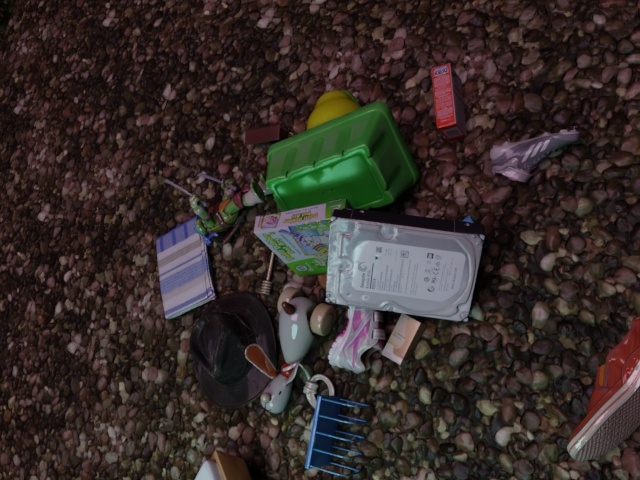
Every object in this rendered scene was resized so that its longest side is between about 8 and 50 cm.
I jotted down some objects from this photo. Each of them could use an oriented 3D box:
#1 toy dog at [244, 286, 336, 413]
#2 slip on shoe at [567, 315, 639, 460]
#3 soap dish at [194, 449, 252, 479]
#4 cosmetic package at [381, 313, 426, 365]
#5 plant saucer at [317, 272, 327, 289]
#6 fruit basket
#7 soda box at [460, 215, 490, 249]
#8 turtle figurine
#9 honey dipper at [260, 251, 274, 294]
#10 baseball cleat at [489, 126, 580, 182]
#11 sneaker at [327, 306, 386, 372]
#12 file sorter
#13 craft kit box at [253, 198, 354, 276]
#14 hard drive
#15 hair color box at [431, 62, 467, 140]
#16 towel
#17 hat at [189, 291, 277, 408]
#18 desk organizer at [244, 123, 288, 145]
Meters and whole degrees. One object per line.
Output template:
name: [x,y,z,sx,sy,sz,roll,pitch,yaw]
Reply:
toy dog: [-0.086,0.277,1.640,0.220,0.161,0.334,-6,74,30]
slip on shoe: [0.593,0.294,1.266,0.331,0.123,0.101,-59,34,5]
soap dish: [-0.225,0.705,1.575,0.291,0.118,0.229,56,132,40]
cosmetic package: [0.204,0.240,1.547,0.060,0.041,0.115,25,91,34]
plant saucer: [0.025,0.092,1.710,0.083,0.015,0.084,-9,72,29]
fruit basket: [0.054,-0.226,1.681,0.391,0.283,0.392,-25,23,11]
soda box: [0.296,0.032,1.532,0.210,0.067,0.071,-35,62,18]
turtle figurine: [-0.292,-0.144,1.859,0.266,0.197,0.275,-21,70,21]
honey dipper: [-0.141,0.075,1.809,0.030,0.030,0.161,4,76,32]
baseball cleat: [0.502,-0.193,1.480,0.205,0.072,0.110,-9,86,34]
sneaker: [0.121,0.217,1.577,0.111,0.103,0.252,25,97,29]
file sorter: [0.048,0.470,1.536,0.104,0.118,0.171,5,80,28]
craft kit box: [0.000,0.000,1.599,0.246,0.250,0.061,-8,57,26]
hard drive: [0.185,0.056,1.447,0.338,0.064,0.237,8,120,8]
hair color box: [0.324,-0.347,1.603,0.053,0.093,0.167,-10,71,28]
towel: [-0.420,0.084,1.971,0.209,0.034,0.285,-26,63,25]
hat: [-0.274,0.298,1.766,0.331,0.134,0.332,-9,72,28]
desk organizer: [-0.165,-0.312,1.916,0.130,0.047,0.050,-4,77,30]
